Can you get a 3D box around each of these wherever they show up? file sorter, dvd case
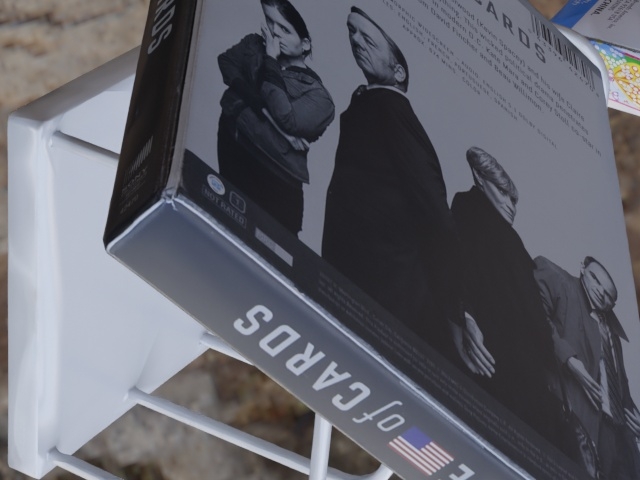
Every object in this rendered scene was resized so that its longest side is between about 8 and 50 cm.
[{"bbox_3d":[0.000,0.000,0.921,0.277,0.173,0.193,-36,140,-48],"label":"file sorter"},{"bbox_3d":[0.025,-0.028,0.533,0.029,0.239,0.179,-37,118,27],"label":"dvd case"}]

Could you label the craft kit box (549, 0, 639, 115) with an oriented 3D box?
[{"bbox_3d":[0.288,-0.141,0.966,0.250,0.246,0.061,-45,131,-23],"label":"craft kit box"}]
